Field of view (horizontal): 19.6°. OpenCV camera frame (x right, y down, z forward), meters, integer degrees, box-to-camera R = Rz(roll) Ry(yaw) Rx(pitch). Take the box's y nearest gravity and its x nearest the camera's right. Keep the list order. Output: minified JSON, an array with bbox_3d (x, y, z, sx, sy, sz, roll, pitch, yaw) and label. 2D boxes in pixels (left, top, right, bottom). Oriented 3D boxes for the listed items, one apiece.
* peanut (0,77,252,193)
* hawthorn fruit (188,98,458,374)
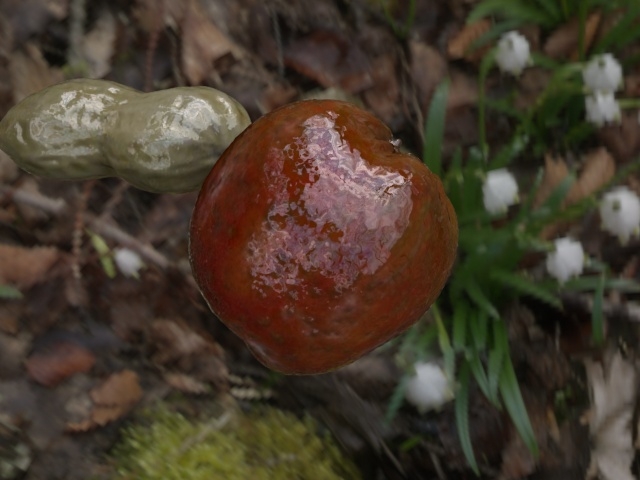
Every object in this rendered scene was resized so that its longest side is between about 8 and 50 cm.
[{"bbox_3d":[-0.140,-0.074,1.313,0.187,0.082,0.082,8,74,14],"label":"peanut"},{"bbox_3d":[0.000,0.000,1.231,0.189,0.189,0.189,-3,72,9],"label":"hawthorn fruit"}]
